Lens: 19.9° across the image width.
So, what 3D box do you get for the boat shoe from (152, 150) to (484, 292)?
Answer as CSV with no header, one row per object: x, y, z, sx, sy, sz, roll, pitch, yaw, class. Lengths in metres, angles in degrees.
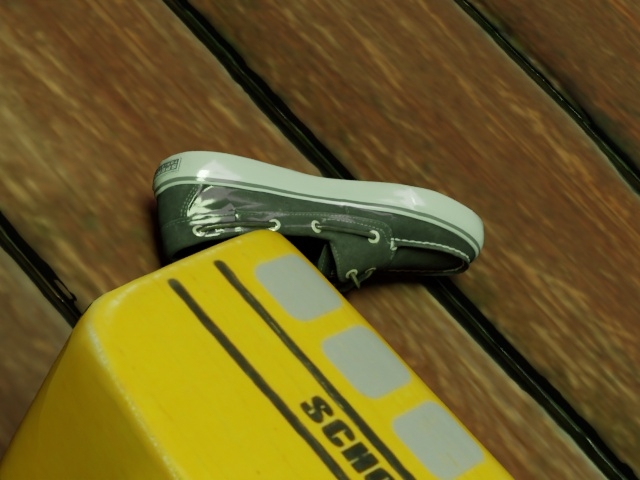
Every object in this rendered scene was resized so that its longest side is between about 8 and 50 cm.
0.000,0.000,0.719,0.142,0.049,0.040,11,63,-23,boat shoe

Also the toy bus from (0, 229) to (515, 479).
0.038,0.157,0.528,0.332,0.108,0.130,47,39,17,toy bus
